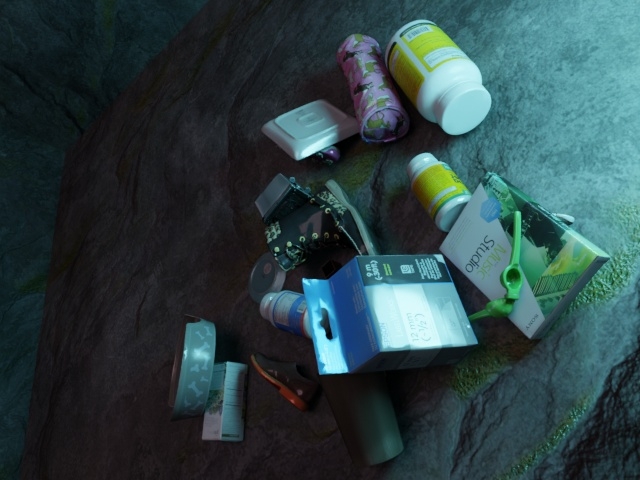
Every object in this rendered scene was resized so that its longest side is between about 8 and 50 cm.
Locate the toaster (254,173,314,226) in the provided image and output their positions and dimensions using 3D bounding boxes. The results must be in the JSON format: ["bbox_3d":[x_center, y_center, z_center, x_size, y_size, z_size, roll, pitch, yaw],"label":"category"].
[{"bbox_3d":[-0.109,-0.107,1.616,0.186,0.168,0.110,-50,43,13],"label":"toaster"}]

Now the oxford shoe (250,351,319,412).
[{"bbox_3d":[-0.107,0.399,1.460,0.271,0.097,0.098,28,72,41],"label":"oxford shoe"}]

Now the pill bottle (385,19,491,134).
[{"bbox_3d":[0.325,-0.451,1.360,0.188,0.187,0.334,-40,50,22],"label":"pill bottle"}]

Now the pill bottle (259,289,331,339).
[{"bbox_3d":[-0.078,0.218,1.475,0.221,0.124,0.124,7,77,44],"label":"pill bottle"}]

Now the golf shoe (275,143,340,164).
[{"bbox_3d":[-0.035,-0.352,1.696,0.306,0.115,0.140,24,85,44],"label":"golf shoe"}]

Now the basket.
[{"bbox_3d":[0.103,0.406,1.175,0.204,0.154,0.227,-40,67,62],"label":"basket"}]

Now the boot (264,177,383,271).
[{"bbox_3d":[0.000,0.000,1.437,0.284,0.138,0.377,-32,47,4],"label":"boot"}]

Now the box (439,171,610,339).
[{"bbox_3d":[0.434,0.027,1.099,0.322,0.058,0.232,52,127,41],"label":"box"}]

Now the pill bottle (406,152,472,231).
[{"bbox_3d":[0.311,-0.133,1.284,0.117,0.117,0.209,-42,48,20],"label":"pill bottle"}]

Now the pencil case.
[{"bbox_3d":[0.158,-0.480,1.540,0.167,0.160,0.386,-50,43,44],"label":"pencil case"}]

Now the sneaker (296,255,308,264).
[{"bbox_3d":[-0.113,0.037,1.618,0.175,0.067,0.064,12,60,41],"label":"sneaker"}]

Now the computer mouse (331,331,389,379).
[{"bbox_3d":[0.088,0.249,1.324,0.188,0.072,0.273,-12,72,38],"label":"computer mouse"}]

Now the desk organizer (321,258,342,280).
[{"bbox_3d":[0.052,0.120,1.451,0.047,0.050,0.130,-43,49,20],"label":"desk organizer"}]

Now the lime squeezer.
[{"bbox_3d":[0.397,0.097,1.068,0.110,0.058,0.311,-93,19,-65],"label":"lime squeezer"}]

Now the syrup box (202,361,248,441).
[{"bbox_3d":[-0.303,0.516,1.564,0.093,0.096,0.237,-19,61,37],"label":"syrup box"}]

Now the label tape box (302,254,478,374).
[{"bbox_3d":[0.152,0.163,1.133,0.115,0.347,0.249,113,152,-49],"label":"label tape box"}]

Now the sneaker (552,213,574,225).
[{"bbox_3d":[0.500,-0.021,1.115,0.157,0.061,0.065,-12,72,50],"label":"sneaker"}]

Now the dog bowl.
[{"bbox_3d":[-0.426,0.421,1.619,0.348,0.102,0.349,-171,90,-72],"label":"dog bowl"}]

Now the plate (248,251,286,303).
[{"bbox_3d":[-0.192,0.125,1.687,0.188,0.024,0.188,-19,60,36],"label":"plate"}]

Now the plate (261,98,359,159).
[{"bbox_3d":[-0.031,-0.392,1.647,0.277,0.045,0.278,-28,44,-16],"label":"plate"}]
